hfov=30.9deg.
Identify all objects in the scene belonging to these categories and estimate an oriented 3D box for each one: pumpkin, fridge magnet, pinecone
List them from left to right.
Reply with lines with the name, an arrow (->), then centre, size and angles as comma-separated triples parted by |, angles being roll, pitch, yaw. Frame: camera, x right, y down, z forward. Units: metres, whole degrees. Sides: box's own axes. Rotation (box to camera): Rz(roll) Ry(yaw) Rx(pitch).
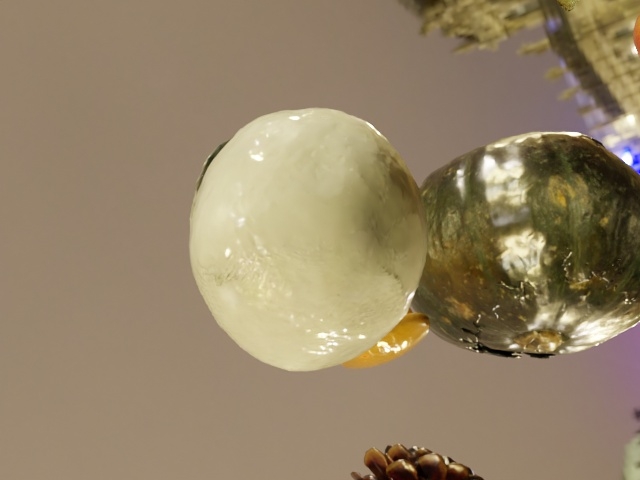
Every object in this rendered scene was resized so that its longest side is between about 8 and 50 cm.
fridge magnet -> 0.089, 0.139, 1.654 | 0.143, 0.143, 0.063 | 23, -141, -62
pinecone -> 0.116, 0.402, 1.426 | 0.246, 0.246, 0.292 | 46, -130, -46
pumpkin -> 0.349, 0.020, 1.908 | 0.454, 0.454, 0.344 | 35, -140, -55

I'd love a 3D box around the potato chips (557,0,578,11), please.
potato chips -> 0.438, -0.441, 1.956 | 0.209, 0.142, 0.026 | -28, -116, -29

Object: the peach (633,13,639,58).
peach -> 0.385, -0.214, 1.227 | 0.101, 0.101, 0.100 | 49, -150, -42

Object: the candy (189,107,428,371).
candy -> 0.000, 0.000, 1.173 | 0.295, 0.185, 0.295 | 3, -95, -42
